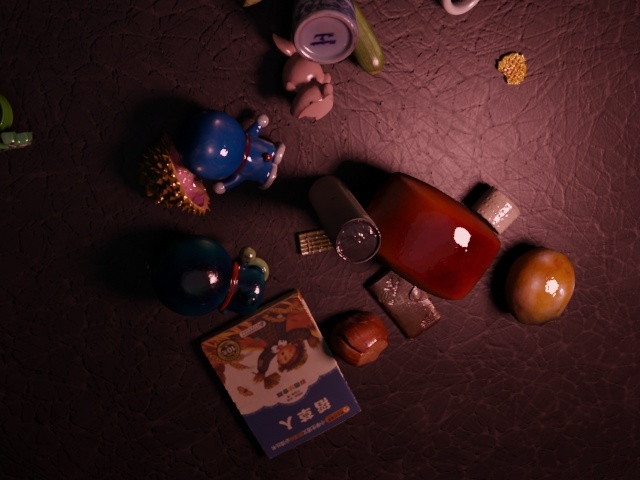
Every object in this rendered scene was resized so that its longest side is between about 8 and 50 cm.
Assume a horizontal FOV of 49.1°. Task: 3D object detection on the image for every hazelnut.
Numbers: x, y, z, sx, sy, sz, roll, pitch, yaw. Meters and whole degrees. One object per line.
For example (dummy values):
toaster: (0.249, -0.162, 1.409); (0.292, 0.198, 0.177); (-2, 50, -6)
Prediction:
hazelnut: (0.105, 0.263, 1.897); (0.154, 0.143, 0.143); (-37, 113, -8)

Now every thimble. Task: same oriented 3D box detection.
thimble: (0.471, -0.082, 1.878); (0.090, 0.102, 0.115); (-48, 141, 5)

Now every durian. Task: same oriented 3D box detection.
durian: (-0.347, -0.148, 1.659); (0.132, 0.165, 0.182); (-39, 142, -31)

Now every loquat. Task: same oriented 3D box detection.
loquat: (0.605, 0.129, 1.944); (0.179, 0.179, 0.228); (16, 100, -18)

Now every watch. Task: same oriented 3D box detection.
watch: (-0.728, -0.266, 1.531); (0.165, 0.131, 0.152); (-14, 93, -4)

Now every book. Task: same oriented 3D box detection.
book: (-0.103, 0.375, 1.926); (0.300, 0.039, 0.428); (-28, 112, -3)

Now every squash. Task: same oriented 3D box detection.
squash: (0.084, -0.494, 1.660); (0.077, 0.068, 0.219); (-45, 113, -17)

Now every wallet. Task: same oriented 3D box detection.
wallet: (0.236, 0.167, 1.941); (0.122, 0.031, 0.232); (-38, 112, 3)

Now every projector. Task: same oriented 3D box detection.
projector: (0.051, -0.058, 1.658); (0.108, 0.337, 0.108); (-4, 112, -10)

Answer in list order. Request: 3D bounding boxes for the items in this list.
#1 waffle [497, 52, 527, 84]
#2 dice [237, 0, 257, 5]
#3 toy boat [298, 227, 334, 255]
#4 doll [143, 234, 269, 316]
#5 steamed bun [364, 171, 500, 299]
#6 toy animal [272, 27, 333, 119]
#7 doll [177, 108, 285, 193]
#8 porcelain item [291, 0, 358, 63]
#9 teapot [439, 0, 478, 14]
waffle: (0.497, -0.442, 1.807); (0.078, 0.016, 0.085); (-29, 113, -2)
dice: (-0.108, -0.654, 1.464); (0.252, 0.254, 0.250); (-27, 109, -2)
toy boat: (0.000, 0.000, 1.836); (0.115, 0.016, 0.063); (-13, 110, -9)
doll: (-0.273, 0.092, 1.714); (0.321, 0.186, 0.199); (11, 105, -20)
steamed bun: (0.282, 0.004, 1.751); (0.379, 0.248, 0.235); (29, 100, -34)
toy animal: (-0.043, -0.396, 1.658); (0.124, 0.124, 0.213); (-20, 80, -6)
doll: (-0.212, -0.215, 1.654); (0.256, 0.161, 0.215); (20, 85, -35)
porcelain item: (0.008, -0.481, 1.556); (0.147, 0.114, 0.147); (-2, 143, -1)
teapot: (0.436, -0.694, 1.604); (0.424, 0.252, 0.280); (-47, 151, 25)
